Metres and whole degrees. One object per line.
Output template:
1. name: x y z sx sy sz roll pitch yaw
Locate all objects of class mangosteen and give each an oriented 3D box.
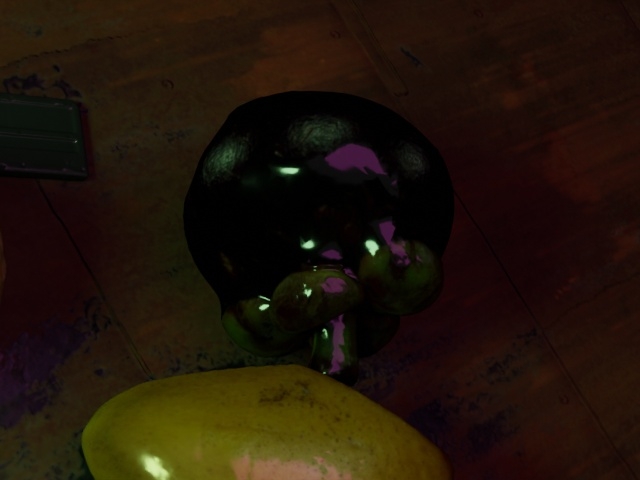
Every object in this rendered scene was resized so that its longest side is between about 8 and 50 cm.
1. mangosteen: 0.000 -0.002 1.243 0.287 0.233 0.287 0 90 -1

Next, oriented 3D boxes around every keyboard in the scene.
1. keyboard: -0.406 -0.113 1.200 0.381 0.041 0.103 7 60 -36

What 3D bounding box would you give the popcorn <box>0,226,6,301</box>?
1. popcorn: -0.363 0.016 1.059 0.190 0.191 0.253 41 42 -51

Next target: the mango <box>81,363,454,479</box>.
1. mango: -0.042 0.215 1.139 0.350 0.201 0.199 15 16 -19
